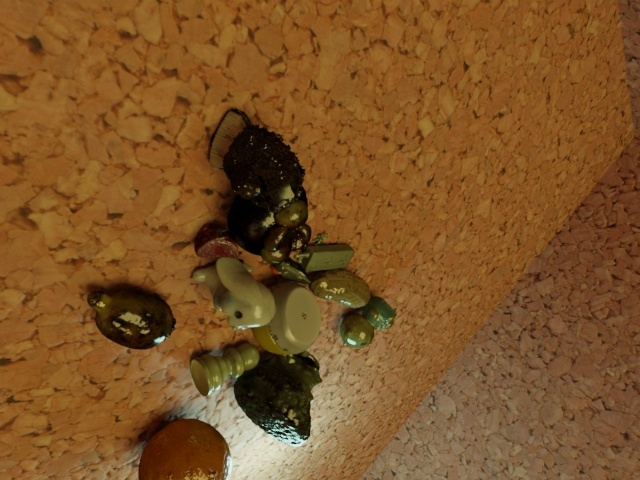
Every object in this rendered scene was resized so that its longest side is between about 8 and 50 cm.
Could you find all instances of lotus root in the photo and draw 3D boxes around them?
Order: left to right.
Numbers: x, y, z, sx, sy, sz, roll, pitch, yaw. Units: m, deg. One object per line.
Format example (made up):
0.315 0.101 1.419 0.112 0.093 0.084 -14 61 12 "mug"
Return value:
-0.550 0.232 1.360 0.169 0.141 0.314 -53 138 -2 "lotus root"

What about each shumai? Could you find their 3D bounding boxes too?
-0.135 0.603 1.885 0.348 0.395 0.395 -43 144 -39 "shumai"

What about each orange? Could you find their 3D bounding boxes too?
-0.506 0.838 1.739 0.341 0.293 0.340 -5 128 -6 "orange"

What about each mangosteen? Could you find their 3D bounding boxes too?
-0.143 -0.068 1.377 0.233 0.287 0.287 35 95 -27 "mangosteen"

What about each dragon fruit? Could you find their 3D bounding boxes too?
-0.314 -0.007 1.422 0.147 0.102 0.096 -2 119 -35 "dragon fruit"

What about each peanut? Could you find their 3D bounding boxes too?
0.082 0.194 1.890 0.325 0.140 0.153 18 150 -39 "peanut"

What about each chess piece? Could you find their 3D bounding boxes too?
-0.344 0.466 1.735 0.251 0.144 0.144 -16 130 -39 "chess piece"

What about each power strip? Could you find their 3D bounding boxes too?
0.009 0.065 1.774 0.288 0.053 0.093 -3 128 -44 "power strip"

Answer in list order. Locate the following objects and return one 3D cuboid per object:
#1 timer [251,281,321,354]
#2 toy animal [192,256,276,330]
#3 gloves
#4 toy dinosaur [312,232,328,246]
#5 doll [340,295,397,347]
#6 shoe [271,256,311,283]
-0.163 0.294 1.704 0.285 0.285 0.285 -23 133 -27 "timer"
-0.257 0.174 1.495 0.174 0.289 0.249 -43 159 -9 "toy animal"
-0.177 -0.207 1.239 0.210 0.312 0.135 -52 159 -10 "gloves"
0.000 0.000 1.753 0.062 0.021 0.083 -19 147 -22 "toy dinosaur"
0.207 0.385 2.122 0.261 0.161 0.177 -38 160 -15 "doll"
-0.110 0.121 1.720 0.077 0.074 0.194 -39 137 7 "shoe"
